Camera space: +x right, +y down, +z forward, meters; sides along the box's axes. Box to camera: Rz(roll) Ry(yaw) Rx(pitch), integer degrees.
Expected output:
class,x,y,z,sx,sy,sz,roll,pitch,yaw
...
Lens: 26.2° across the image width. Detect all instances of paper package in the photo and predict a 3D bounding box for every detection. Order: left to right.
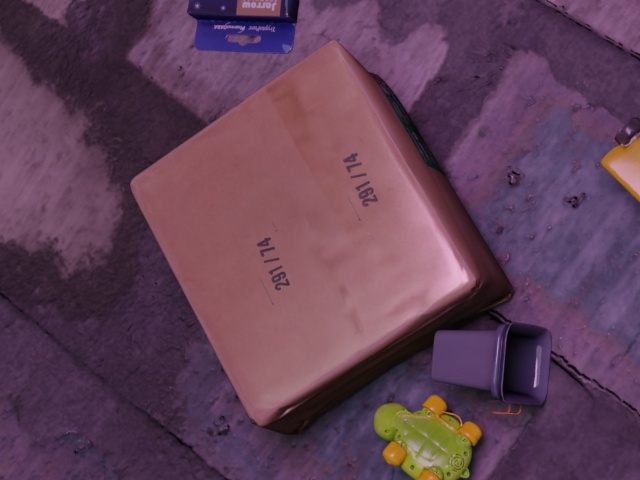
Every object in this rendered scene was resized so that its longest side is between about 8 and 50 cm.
class,x,y,z,sx,sy,sz,roll,pitch,yaw
paper package,0.000,0.000,1.537,0.309,0.168,0.325,-33,73,11

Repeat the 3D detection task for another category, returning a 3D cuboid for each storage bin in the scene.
class,x,y,z,sx,sy,sz,roll,pitch,yaw
storage bin,0.181,0.136,1.481,0.091,0.135,0.098,3,85,31

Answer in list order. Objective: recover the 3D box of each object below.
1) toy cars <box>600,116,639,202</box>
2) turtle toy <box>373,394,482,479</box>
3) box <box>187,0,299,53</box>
class,x,y,z,sx,sy,sz,roll,pitch,yaw
toy cars,0.406,-0.213,1.471,0.176,0.087,0.394,6,82,15
turtle toy,0.113,0.223,1.520,0.130,0.066,0.095,37,72,22
box,-0.087,-0.344,1.682,0.136,0.036,0.225,5,86,20
